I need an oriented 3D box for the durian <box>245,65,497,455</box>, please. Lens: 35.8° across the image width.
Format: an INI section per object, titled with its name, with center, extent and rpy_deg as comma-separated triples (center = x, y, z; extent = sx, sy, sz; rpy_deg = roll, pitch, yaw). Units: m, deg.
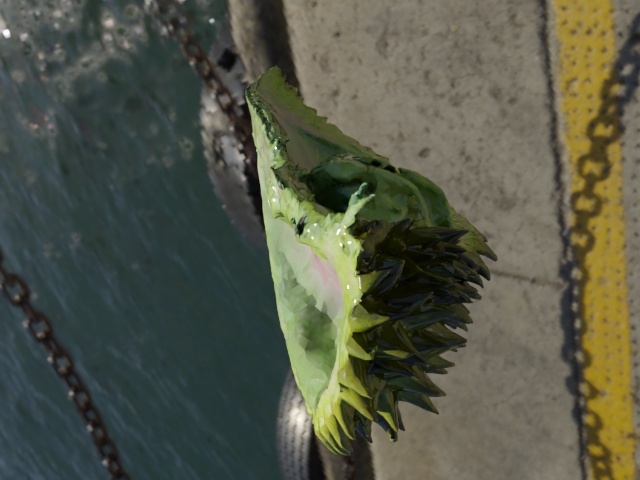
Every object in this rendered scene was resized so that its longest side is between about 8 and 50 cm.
[durian]
center = 0.006, 0.007, 0.625
extent = 0.169, 0.157, 0.355
rpy_deg = 45, -175, -21
